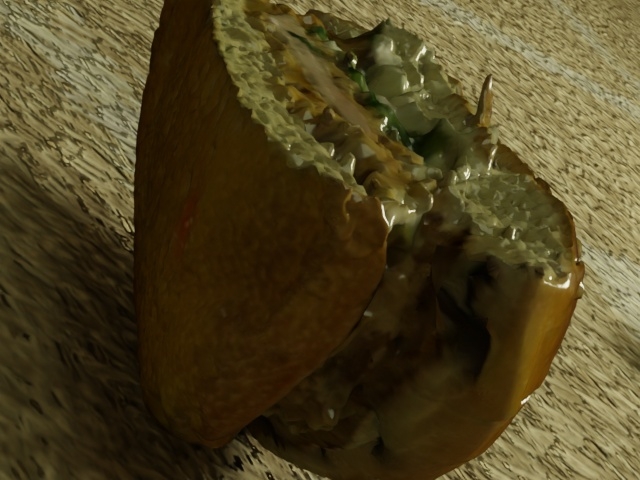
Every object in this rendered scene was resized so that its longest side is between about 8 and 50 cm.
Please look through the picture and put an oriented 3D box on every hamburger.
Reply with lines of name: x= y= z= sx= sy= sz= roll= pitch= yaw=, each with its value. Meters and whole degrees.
hamburger: x=0.000 y=0.000 z=0.681 sx=0.144 sy=0.157 sz=0.283 roll=12 pitch=20 yaw=-15
